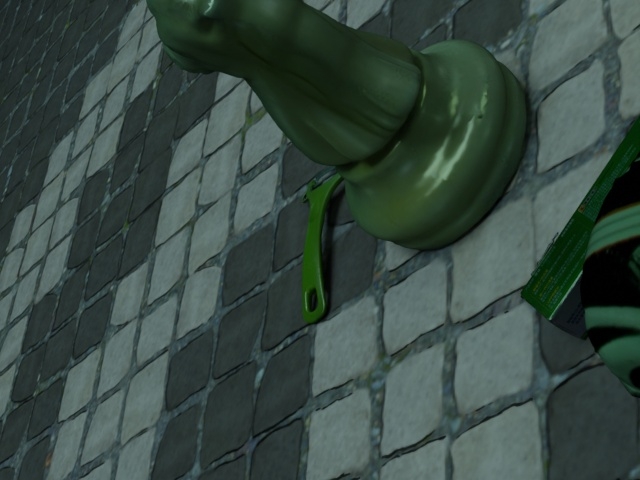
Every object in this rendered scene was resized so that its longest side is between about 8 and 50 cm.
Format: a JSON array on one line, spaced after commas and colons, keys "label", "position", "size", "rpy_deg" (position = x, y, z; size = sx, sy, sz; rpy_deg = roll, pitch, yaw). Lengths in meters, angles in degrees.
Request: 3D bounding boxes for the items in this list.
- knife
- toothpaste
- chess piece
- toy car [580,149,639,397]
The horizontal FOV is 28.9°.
[{"label": "knife", "position": [-0.002, -0.001, 1.097], "size": [0.078, 0.023, 0.166], "rpy_deg": [-37, 36, 47]}, {"label": "toothpaste", "position": [0.193, -0.025, 0.775], "size": [0.178, 0.037, 0.043], "rpy_deg": [-58, 32, 9]}, {"label": "chess piece", "position": [-0.004, -0.121, 0.914], "size": [0.176, 0.298, 0.175], "rpy_deg": [-36, 39, 37]}, {"label": "toy car", "position": [0.224, -0.009, 0.537], "size": [0.306, 0.125, 0.136], "rpy_deg": [-10, 56, 52]}]
